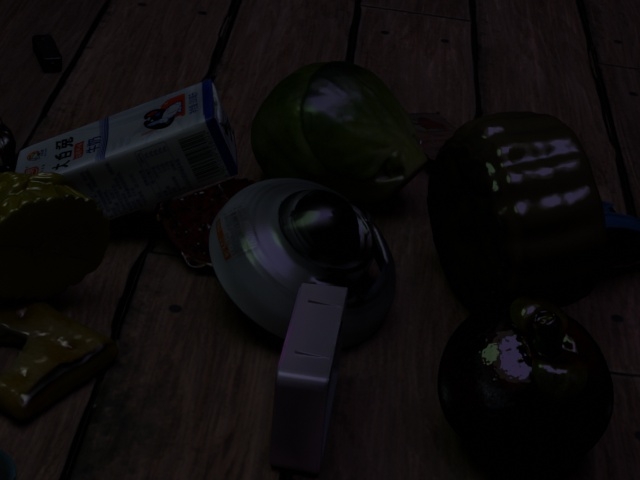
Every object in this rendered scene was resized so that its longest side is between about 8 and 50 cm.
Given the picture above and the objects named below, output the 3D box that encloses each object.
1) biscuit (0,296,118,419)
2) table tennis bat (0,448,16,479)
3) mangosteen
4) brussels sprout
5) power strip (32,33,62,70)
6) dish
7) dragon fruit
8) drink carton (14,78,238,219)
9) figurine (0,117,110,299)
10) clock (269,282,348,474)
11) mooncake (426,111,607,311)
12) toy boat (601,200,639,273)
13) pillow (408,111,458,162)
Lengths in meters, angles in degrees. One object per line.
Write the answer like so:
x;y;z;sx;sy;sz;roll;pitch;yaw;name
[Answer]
-0.370;0.139;1.521;0.183;0.039;0.174;28;41;28;biscuit
-0.390;0.285;1.307;0.124;0.033;0.201;-4;31;-14;table tennis bat
0.245;0.161;1.461;0.216;0.216;0.216;5;34;-4;mangosteen
0.034;-0.161;1.912;0.271;0.210;0.219;32;43;6;brussels sprout
-0.500;-0.343;2.216;0.038;0.029;0.111;-7;34;-20;power strip
0.000;0.000;1.636;0.273;0.134;0.273;18;46;-19;dish
-0.146;-0.022;1.778;0.127;0.120;0.161;-19;3;20;dragon fruit
-0.281;-0.112;1.750;0.315;0.106;0.130;-20;33;6;drink carton
-0.442;-0.075;1.617;0.187;0.168;0.315;-18;46;-38;figurine
-0.013;0.161;1.459;0.063;0.150;0.197;8;34;4;clock
0.264;-0.037;1.697;0.161;0.290;0.290;-11;38;-16;mooncake
0.428;-0.010;1.823;0.223;0.100;0.097;10;46;-47;toy boat
0.208;-0.162;2.077;0.135;0.049;0.248;-14;35;-30;pillow
